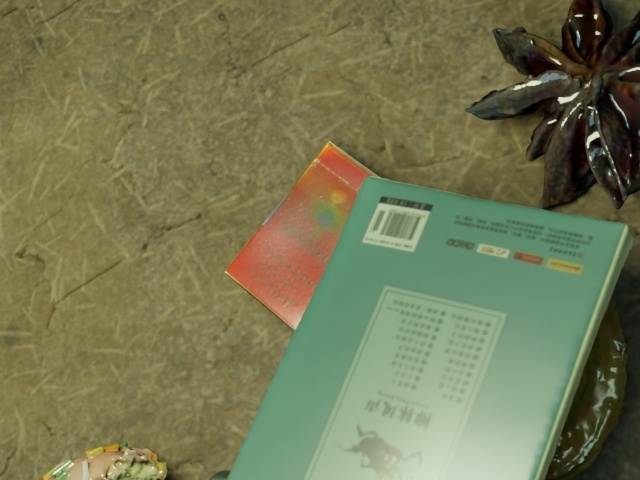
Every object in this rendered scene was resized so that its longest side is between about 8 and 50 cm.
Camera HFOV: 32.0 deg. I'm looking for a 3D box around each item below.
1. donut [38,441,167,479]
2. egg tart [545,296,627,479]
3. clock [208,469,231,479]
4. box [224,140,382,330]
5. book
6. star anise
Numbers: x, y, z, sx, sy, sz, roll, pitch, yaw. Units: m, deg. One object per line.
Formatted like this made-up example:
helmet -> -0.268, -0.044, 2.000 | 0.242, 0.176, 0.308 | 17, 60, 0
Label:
donut -> -0.225, 0.315, 1.062 | 0.199, 0.085, 0.233 | -33, 54, 19
egg tart -> 0.135, 0.101, 1.019 | 0.288, 0.118, 0.288 | -7, 70, 20
clock -> -0.051, 0.357, 0.978 | 0.273, 0.049, 0.278 | 7, 74, 51
box -> 0.000, 0.000, 1.127 | 0.112, 0.048, 0.175 | 39, 88, 27
book -> 0.075, 0.128, 0.926 | 0.264, 0.031, 0.379 | 13, 69, 33
star anise -> 0.264, -0.134, 1.047 | 0.283, 0.129, 0.212 | 32, 79, 33
